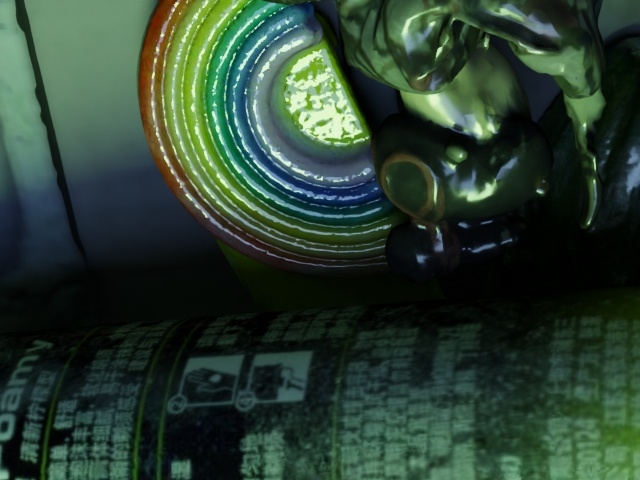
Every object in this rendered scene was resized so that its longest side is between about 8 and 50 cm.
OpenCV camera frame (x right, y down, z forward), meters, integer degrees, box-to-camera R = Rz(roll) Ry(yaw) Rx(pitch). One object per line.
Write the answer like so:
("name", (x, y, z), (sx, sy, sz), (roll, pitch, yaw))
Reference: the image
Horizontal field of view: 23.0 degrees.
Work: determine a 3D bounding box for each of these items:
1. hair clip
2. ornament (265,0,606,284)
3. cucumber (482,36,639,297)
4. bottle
("hair clip", (0.000, 0.000, 0.447), (0.060, 0.033, 0.188), (-19, 121, 16))
("ornament", (0.039, -0.070, 0.347), (0.153, 0.166, 0.196), (-16, 135, 3))
("cucumber", (0.084, -0.003, 0.442), (0.067, 0.035, 0.107), (7, 122, -2))
("bottle", (-0.028, 0.066, 0.423), (0.330, 0.093, 0.093), (-5, 124, 18))
